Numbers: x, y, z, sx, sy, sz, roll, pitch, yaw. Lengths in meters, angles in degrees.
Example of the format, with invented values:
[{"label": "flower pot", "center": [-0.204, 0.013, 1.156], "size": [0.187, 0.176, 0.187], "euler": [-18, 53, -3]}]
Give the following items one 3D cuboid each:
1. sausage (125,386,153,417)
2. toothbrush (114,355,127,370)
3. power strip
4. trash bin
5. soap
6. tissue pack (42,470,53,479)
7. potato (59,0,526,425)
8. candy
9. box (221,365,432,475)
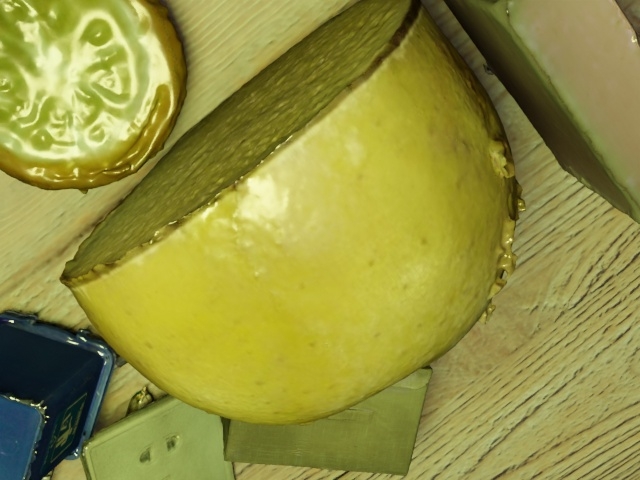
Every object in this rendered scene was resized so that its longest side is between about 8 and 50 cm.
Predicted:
[{"label": "sausage", "center": [-0.262, 0.309, 1.191], "size": [0.032, 0.033, 0.269], "euler": [14, 107, -12]}, {"label": "toothbrush", "center": [-0.238, 0.142, 1.142], "size": [0.288, 0.024, 0.026], "euler": [-31, 96, 5]}, {"label": "power strip", "center": [-0.209, 0.293, 1.159], "size": [0.198, 0.064, 0.213], "euler": [-25, 119, -37]}, {"label": "trash bin", "center": [-0.352, 0.185, 1.018], "size": [0.183, 0.234, 0.163], "euler": [17, 98, -3]}, {"label": "soap", "center": [0.262, -0.174, 0.958], "size": [0.107, 0.285, 0.296], "euler": [-38, 111, 9]}, {"label": "tissue pack", "center": [-0.418, 0.346, 1.174], "size": [0.112, 0.051, 0.156], "euler": [15, 107, -11]}, {"label": "potato", "center": [0.000, 0.000, 0.921], "size": [0.442, 0.385, 0.319], "euler": [-35, 107, 6]}, {"label": "candy", "center": [-0.270, -0.180, 0.974], "size": [0.259, 0.118, 0.260], "euler": [-3, 107, -8]}, {"label": "box", "center": [0.001, 0.181, 1.117], "size": [0.231, 0.155, 0.149], "euler": [7, 109, -11]}]
